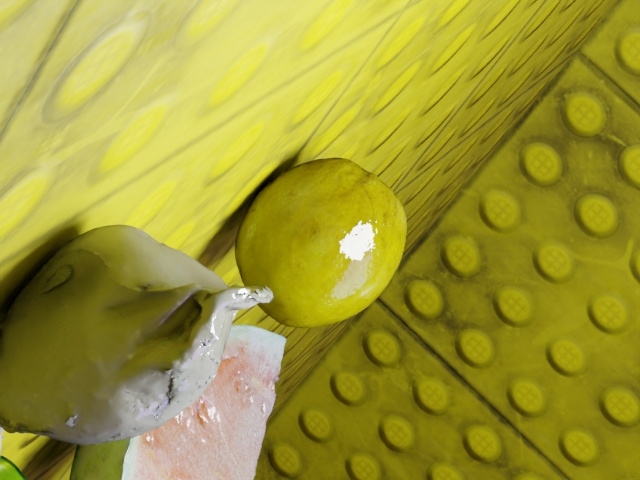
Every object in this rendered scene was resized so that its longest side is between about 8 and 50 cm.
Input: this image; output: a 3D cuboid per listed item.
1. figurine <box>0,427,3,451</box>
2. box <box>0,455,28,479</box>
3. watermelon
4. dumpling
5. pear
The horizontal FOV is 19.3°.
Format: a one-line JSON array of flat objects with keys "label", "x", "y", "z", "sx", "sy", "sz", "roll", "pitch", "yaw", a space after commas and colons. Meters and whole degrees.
[{"label": "figurine", "x": -0.261, "y": 0.147, "z": 1.464, "sx": 0.083, "sy": 0.047, "sz": 0.050, "roll": -59, "pitch": -177, "yaw": 30}, {"label": "box", "x": -0.337, "y": 0.266, "z": 1.398, "sx": 0.134, "sy": 0.097, "sz": 0.345, "roll": -40, "pitch": 177, "yaw": 21}, {"label": "watermelon", "x": -0.156, "y": 0.199, "z": 1.887, "sx": 0.256, "sy": 0.176, "sz": 0.260, "roll": -56, "pitch": 149, "yaw": 11}, {"label": "dumpling", "x": -0.141, "y": 0.060, "z": 1.308, "sx": 0.247, "sy": 0.142, "sz": 0.172, "roll": -17, "pitch": -176, "yaw": 22}, {"label": "pear", "x": 0.000, "y": 0.000, "z": 1.738, "sx": 0.162, "sy": 0.149, "sz": 0.149, "roll": -48, "pitch": 173, "yaw": 7}]
